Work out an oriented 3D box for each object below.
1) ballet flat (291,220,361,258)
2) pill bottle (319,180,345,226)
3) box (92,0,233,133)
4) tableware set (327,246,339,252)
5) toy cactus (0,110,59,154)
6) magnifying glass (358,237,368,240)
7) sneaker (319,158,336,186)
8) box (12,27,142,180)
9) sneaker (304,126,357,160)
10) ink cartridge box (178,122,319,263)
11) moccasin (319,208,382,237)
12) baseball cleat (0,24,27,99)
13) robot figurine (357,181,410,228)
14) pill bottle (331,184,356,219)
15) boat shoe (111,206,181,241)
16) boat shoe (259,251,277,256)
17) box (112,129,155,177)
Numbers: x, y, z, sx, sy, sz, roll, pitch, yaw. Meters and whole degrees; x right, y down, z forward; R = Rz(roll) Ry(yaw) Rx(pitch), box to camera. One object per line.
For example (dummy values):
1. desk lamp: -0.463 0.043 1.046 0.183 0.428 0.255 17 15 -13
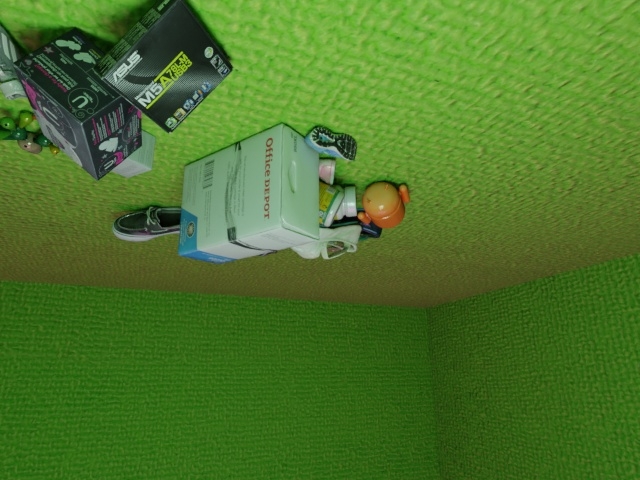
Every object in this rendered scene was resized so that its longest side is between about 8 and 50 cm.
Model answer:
1. ballet flat: 0.000 0.000 1.448 0.139 0.139 0.401 -17 170 42
2. pill bottle: -0.042 -0.136 1.335 0.209 0.117 0.117 26 162 3
3. box: -0.277 -0.316 0.800 0.190 0.045 0.184 -45 157 0
4. tableware set: 0.057 0.031 2.090 0.141 0.019 0.169 13 158 -35
5. toy cactus: -0.746 -0.254 1.097 0.219 0.111 0.180 -4 173 -15
6. magnifying glass: 0.102 -0.014 1.952 0.231 0.026 0.092 -7 161 15
7. sneaker: 0.009 -0.207 1.313 0.070 0.050 0.134 7 163 1
8. box: -0.477 -0.263 0.886 0.163 0.142 0.247 41 153 -5
9. sneaker: 0.029 -0.257 1.168 0.162 0.063 0.073 18 173 -34
10. ink cartridge box: -0.202 -0.111 1.218 0.395 0.285 0.166 -13 160 34
11. moccasin: 0.068 -0.058 1.658 0.343 0.116 0.137 -2 162 5
12. baseball cleat: -0.595 -0.335 0.808 0.072 0.109 0.206 -16 165 4
13. robot figurine: 0.214 -0.119 1.463 0.158 0.128 0.219 4 165 22
14. pill bottle: 0.015 -0.125 1.449 0.209 0.119 0.119 -3 162 7
15. boat shoe: -0.602 -0.081 1.619 0.336 0.120 0.119 -8 156 -13
16. boat shoe: -0.229 0.037 2.029 0.066 0.066 0.183 10 159 -34
17. box: -0.502 -0.232 1.136 0.101 0.101 0.087 -10 162 29
